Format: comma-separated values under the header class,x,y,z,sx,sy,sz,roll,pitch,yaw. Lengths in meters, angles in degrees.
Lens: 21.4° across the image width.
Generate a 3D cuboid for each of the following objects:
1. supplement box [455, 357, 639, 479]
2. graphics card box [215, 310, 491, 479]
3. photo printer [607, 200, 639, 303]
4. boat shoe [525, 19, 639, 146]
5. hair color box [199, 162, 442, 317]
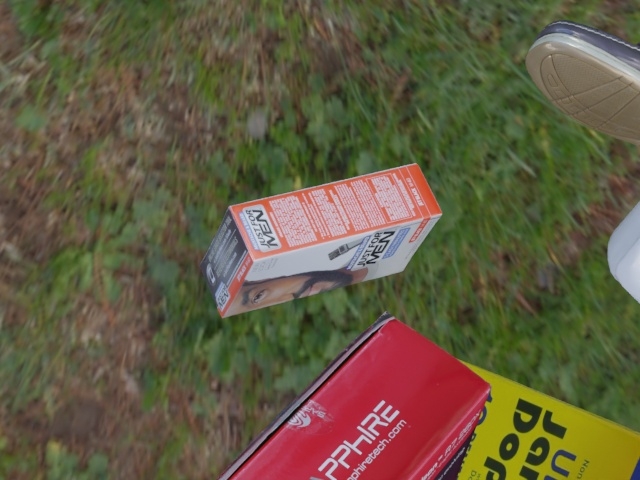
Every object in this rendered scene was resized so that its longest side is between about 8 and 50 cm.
class,x,y,z,sx,sy,sz,roll,pitch,yaw
supplement box,0.216,0.244,1.423,0.195,0.356,0.194,23,88,-33
graphics card box,-0.021,0.248,1.111,0.094,0.233,0.371,33,137,16
photo printer,0.324,-0.023,0.810,0.256,0.107,0.307,42,122,7
boat shoe,0.320,-0.146,1.623,0.285,0.103,0.092,23,66,-21
hair color box,0.000,0.000,1.310,0.167,0.093,0.053,-13,65,-26
